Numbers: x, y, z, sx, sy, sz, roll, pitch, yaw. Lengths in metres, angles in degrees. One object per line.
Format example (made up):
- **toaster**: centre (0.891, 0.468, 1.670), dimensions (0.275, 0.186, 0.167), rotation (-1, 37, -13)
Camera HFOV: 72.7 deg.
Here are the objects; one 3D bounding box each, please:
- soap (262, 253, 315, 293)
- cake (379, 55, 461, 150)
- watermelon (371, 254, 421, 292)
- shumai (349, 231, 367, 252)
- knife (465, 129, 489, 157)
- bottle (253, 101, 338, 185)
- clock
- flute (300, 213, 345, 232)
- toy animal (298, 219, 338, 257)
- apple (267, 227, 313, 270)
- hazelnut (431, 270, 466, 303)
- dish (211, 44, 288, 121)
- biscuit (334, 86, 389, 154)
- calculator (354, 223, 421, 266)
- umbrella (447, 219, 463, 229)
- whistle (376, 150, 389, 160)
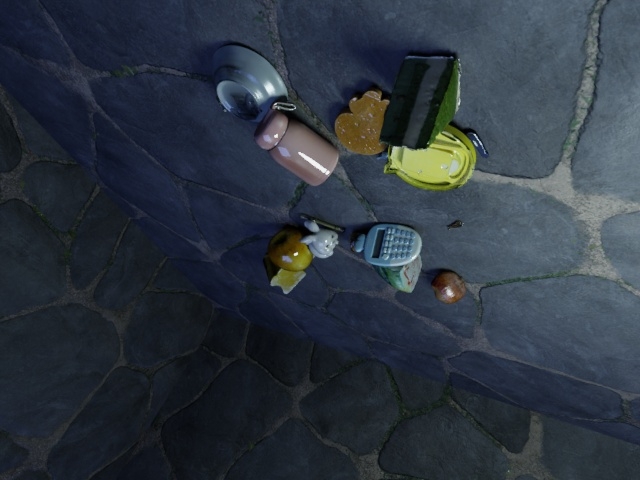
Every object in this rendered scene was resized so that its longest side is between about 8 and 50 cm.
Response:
- **soap**: centre (-0.186, 0.095, 2.527), dimensions (0.169, 0.304, 0.338), rotation (37, -170, -26)
- **cake**: centre (0.278, -0.338, 1.203), dimensions (0.158, 0.283, 0.172), rotation (13, 164, 26)
- **watermelon**: centre (0.341, 0.095, 1.950), dimensions (0.262, 0.201, 0.212), rotation (39, 168, 45)
- **shumai**: centre (0.186, -0.002, 2.005), dimensions (0.123, 0.139, 0.105), rotation (-30, 87, 26)
- **knife**: centre (0.486, -0.294, 1.340), dimensions (0.031, 0.018, 0.121), rotation (-15, 130, 43)
- **bottle**: centre (-0.085, -0.352, 1.564), dimensions (0.297, 0.206, 0.173), rotation (31, -172, -27)
- **clock**: centre (0.358, -0.279, 1.418), dimensions (0.294, 0.071, 0.277), rotation (22, 150, 8)
- **flute**: centre (0.008, -0.083, 2.085), dimensions (0.233, 0.027, 0.027), rotation (19, 150, 16)
- **toy animal**: centre (-0.006, 0.002, 2.102), dimensions (0.179, 0.127, 0.193), rotation (22, 167, 15)
- **apple**: centre (-0.151, 0.057, 2.248), dimensions (0.237, 0.236, 0.207), rotation (3, 145, 38)
- **hazelnut**: centre (0.580, 0.211, 1.957), dimensions (0.143, 0.143, 0.154), rotation (-18, 111, 53)
- **dish**: centre (-0.273, -0.523, 1.542), dimensions (0.317, 0.106, 0.316), rotation (21, 150, 13)
- **biscuit**: centre (0.154, -0.392, 1.446), dimensions (0.202, 0.044, 0.288), rotation (27, 150, 1)
- **calculator**: centre (0.283, 0.018, 1.847), dimensions (0.303, 0.188, 0.042), rotation (4, 164, 37)
- **umbrella**: centre (0.523, -0.059, 1.685), dimensions (0.031, 0.020, 0.083), rotation (38, 155, -15)
- **whistle**: centre (0.239, -0.300, 1.527), dimensions (0.100, 0.035, 0.035), rotation (-4, 138, 46)
